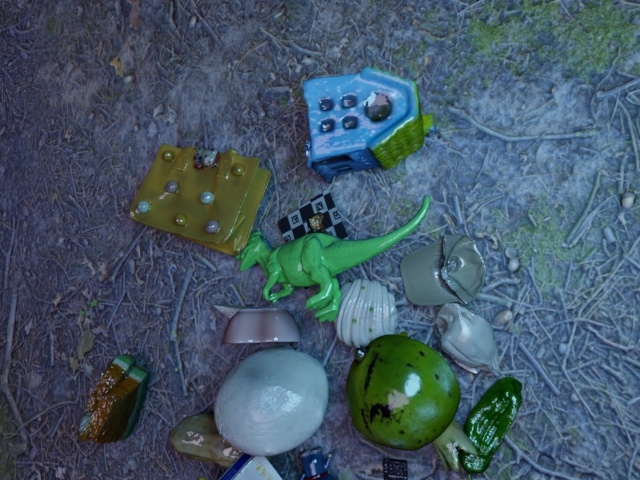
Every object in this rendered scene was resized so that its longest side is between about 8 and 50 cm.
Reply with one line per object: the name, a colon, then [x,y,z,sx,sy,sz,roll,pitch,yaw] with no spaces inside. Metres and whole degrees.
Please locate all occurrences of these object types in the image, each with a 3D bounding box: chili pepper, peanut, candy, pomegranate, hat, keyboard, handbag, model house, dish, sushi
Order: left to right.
handbag: [-0.360,-0.141,1.208,0.400,0.133,0.283,15,79,27]
peanut: [-0.263,0.541,1.120,0.313,0.149,0.149,0,85,20]
dish: [-0.154,0.224,1.086,0.213,0.213,0.091,-7,76,18]
candy: [-0.122,0.386,1.021,0.295,0.296,0.185,-4,126,18]
sushi: [0.000,0.000,1.125,0.192,0.050,0.215,-31,73,29]
model house: [0.123,-0.285,1.013,0.303,0.237,0.216,-9,84,16]
keyboard: [0.190,0.652,1.024,0.061,0.013,0.205,-4,84,18]
pomegranate: [0.203,0.366,0.932,0.260,0.260,0.341,-45,78,10]
hat: [0.299,0.077,1.020,0.173,0.144,0.166,-23,77,60]
chili pepper: [0.386,0.432,0.945,0.100,0.074,0.257,27,93,19]

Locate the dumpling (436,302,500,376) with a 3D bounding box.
dumpling: [0.336,0.234,0.961,0.199,0.118,0.136,58,143,6]

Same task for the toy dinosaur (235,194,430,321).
toy dinosaur: [0.008,-0.008,1.053,0.500,0.144,0.374,-45,48,11]

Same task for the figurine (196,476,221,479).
figurine: [-0.255,0.768,1.068,0.319,0.196,0.323,7,98,18]

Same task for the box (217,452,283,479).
box: [-0.131,0.699,0.981,0.343,0.200,0.065,57,146,-8]

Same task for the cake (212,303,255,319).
cake: [-0.251,0.202,1.193,0.121,0.052,0.065,30,101,19]

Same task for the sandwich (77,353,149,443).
sandwich: [-0.610,0.489,1.220,0.109,0.212,0.292,20,78,5]

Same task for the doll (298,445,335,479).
doll: [-0.007,0.618,1.061,0.114,0.085,0.152,-20,69,5]

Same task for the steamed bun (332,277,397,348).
steamed bun: [0.110,0.187,1.044,0.182,0.106,0.183,-1,86,20]
